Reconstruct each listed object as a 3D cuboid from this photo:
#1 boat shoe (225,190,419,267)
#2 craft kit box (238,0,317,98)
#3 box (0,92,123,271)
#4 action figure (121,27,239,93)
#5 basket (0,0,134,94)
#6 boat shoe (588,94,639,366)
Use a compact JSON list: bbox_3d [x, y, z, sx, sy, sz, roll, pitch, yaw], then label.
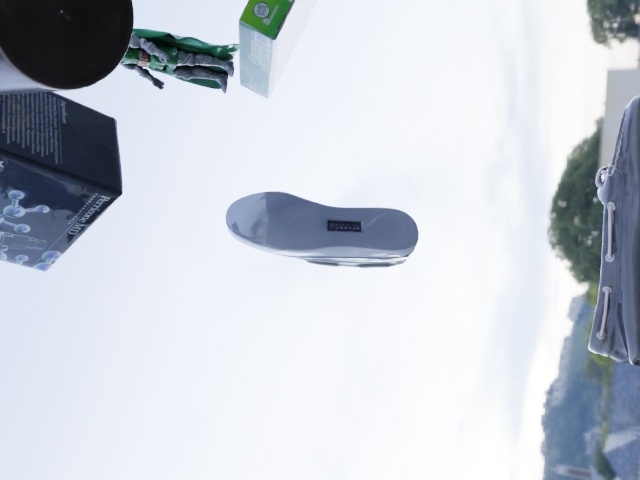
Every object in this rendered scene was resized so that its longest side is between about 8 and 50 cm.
[{"bbox_3d":[0.000,0.000,0.982,0.084,0.258,0.095,98,-179,-58],"label":"boat shoe"},{"bbox_3d":[-0.035,-0.344,0.987,0.246,0.061,0.250,-62,3,-8],"label":"craft kit box"},{"bbox_3d":[-0.620,-0.141,1.340,0.395,0.293,0.212,20,-137,-42],"label":"box"},{"bbox_3d":[-0.260,-0.295,1.180,0.137,0.232,0.063,129,145,-58],"label":"action figure"},{"bbox_3d":[-0.286,-0.210,0.665,0.204,0.227,0.154,-56,-46,-15],"label":"basket"},{"bbox_3d":[0.371,-0.008,0.890,0.112,0.095,0.335,-15,-78,-53],"label":"boat shoe"}]
